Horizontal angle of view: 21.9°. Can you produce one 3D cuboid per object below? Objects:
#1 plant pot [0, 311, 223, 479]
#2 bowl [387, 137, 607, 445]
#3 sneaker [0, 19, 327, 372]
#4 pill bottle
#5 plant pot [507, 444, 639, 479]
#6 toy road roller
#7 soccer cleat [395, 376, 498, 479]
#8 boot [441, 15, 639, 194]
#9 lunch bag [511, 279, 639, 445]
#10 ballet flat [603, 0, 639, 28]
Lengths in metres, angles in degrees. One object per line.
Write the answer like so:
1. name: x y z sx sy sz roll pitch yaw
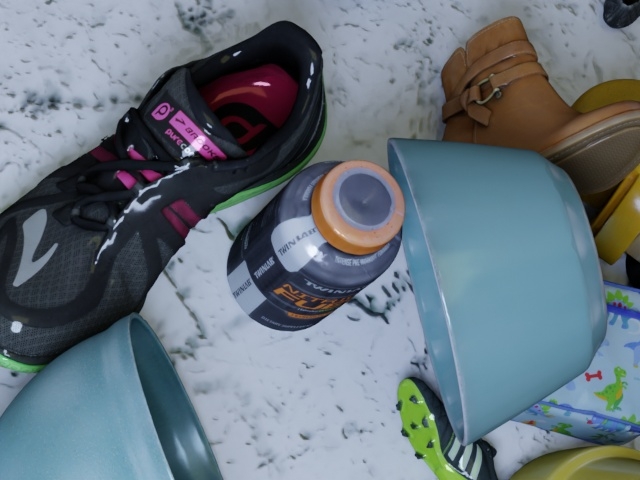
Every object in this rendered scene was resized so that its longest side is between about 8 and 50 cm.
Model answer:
1. plant pot: -0.203 0.238 1.500 0.196 0.293 0.293 -23 81 1
2. bowl: 0.179 0.033 1.622 0.163 0.311 0.312 -13 76 -1
3. sneaker: -0.173 -0.065 1.621 0.185 0.202 0.483 38 60 11
4. pill bottle: 0.000 0.000 1.652 0.130 0.245 0.131 6 70 -18
5. plant pot: 0.326 0.325 1.650 0.254 0.239 0.254 7 75 -28
6. toy road roller: 0.403 -0.112 1.876 0.240 0.202 0.329 34 65 5
7. soccer cleat: 0.141 0.217 1.743 0.072 0.060 0.179 -30 91 -36
8. boot: 0.235 -0.145 1.781 0.109 0.283 0.220 16 58 -32
9. lunch bag: 0.271 0.119 1.806 0.219 0.090 0.176 16 65 -16
10. ballet flat: 0.403 -0.322 2.024 0.057 0.049 0.173 40 63 -5
